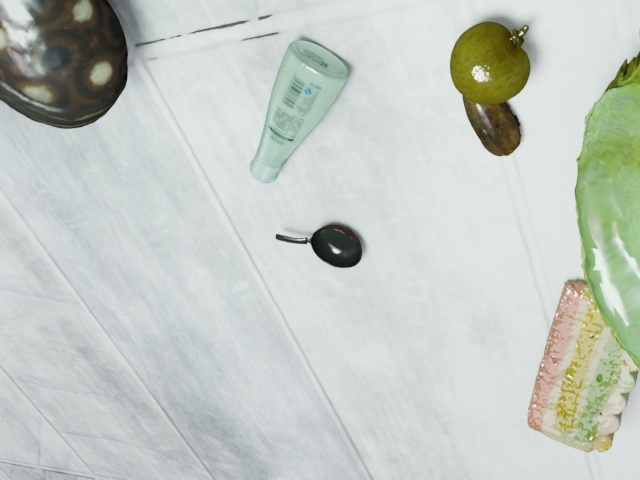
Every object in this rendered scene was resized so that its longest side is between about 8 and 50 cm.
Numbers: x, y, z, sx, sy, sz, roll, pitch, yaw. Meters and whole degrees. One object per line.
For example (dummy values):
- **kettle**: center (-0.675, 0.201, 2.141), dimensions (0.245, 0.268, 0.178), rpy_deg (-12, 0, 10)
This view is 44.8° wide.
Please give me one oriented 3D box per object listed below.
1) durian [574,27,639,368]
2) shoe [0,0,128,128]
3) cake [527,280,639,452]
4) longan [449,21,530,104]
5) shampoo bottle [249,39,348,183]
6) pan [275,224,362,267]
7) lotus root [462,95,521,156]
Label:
- **durian**: center (0.293, -0.008, 0.680), dimensions (0.163, 0.198, 0.394), rpy_deg (5, 131, 28)
- **shoe**: center (-0.301, -0.303, 0.745), dimensions (0.237, 0.171, 0.384), rpy_deg (-22, 110, 46)
- **cake**: center (0.313, 0.157, 0.915), dimensions (0.110, 0.090, 0.225), rpy_deg (18, 137, 19)
- **longan**: center (0.157, -0.163, 0.701), dimensions (0.075, 0.075, 0.083), rpy_deg (42, 128, -13)
- **shampoo bottle**: center (-0.034, -0.132, 0.859), dimensions (0.069, 0.041, 0.190), rpy_deg (27, 139, -5)
- **pan**: center (0.000, 0.000, 0.982), dimensions (0.115, 0.023, 0.068), rpy_deg (12, 137, 15)
- **lotus root**: center (0.171, -0.116, 0.767), dimensions (0.037, 0.030, 0.083), rpy_deg (-16, 122, 38)
